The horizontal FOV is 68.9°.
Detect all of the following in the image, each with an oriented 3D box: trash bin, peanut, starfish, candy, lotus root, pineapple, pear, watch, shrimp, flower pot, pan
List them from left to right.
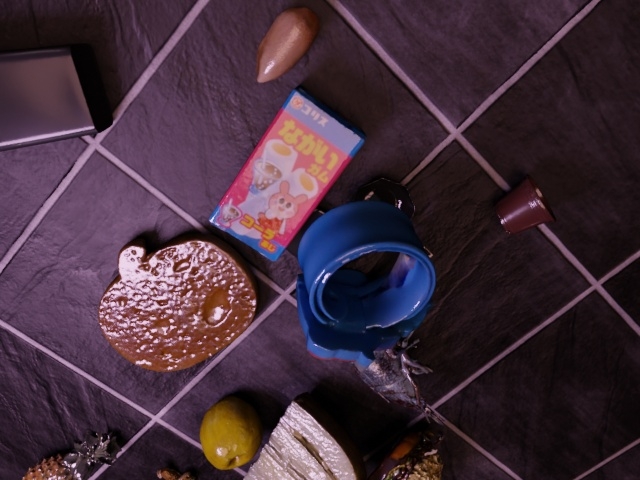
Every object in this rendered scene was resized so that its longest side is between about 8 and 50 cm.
[{"bbox_3d":[-0.511,-0.253,0.822,0.226,0.115,0.165,-7,114,0],"label":"trash bin"},{"bbox_3d":[-0.627,0.570,1.191,0.251,0.125,0.125,-30,111,6],"label":"pineapple"},{"bbox_3d":[-0.400,0.676,1.253,0.146,0.074,0.190,-23,112,7],"label":"starfish"},{"bbox_3d":[-0.213,0.460,1.121,0.149,0.162,0.149,-9,128,-12],"label":"pear"},{"bbox_3d":[-0.063,-0.338,0.812,0.076,0.076,0.152,40,111,-17],"label":"peanut"},{"bbox_3d":[-0.065,-0.125,0.895,0.157,0.100,0.306,33,110,-13],"label":"candy"},{"bbox_3d":[-0.001,0.535,1.107,0.260,0.149,0.267,35,106,19],"label":"lotus root"},{"bbox_3d":[0.113,0.077,0.889,0.305,0.241,0.274,3,127,-19],"label":"watch"},{"bbox_3d":[0.138,-0.035,0.963,0.128,0.048,0.202,-22,111,10],"label":"pan"},{"bbox_3d":[0.171,0.272,1.046,0.372,0.137,0.172,37,125,-14],"label":"shrimp"},{"bbox_3d":[0.402,-0.064,0.936,0.089,0.111,0.111,-32,111,29],"label":"flower pot"}]

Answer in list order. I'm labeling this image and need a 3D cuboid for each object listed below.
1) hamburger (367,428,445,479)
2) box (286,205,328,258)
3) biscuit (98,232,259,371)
[{"bbox_3d":[0.210,0.582,1.145,0.139,0.243,0.261,38,115,23],"label":"hamburger"},{"bbox_3d":[0.000,0.000,0.991,0.126,0.027,0.125,34,112,-16],"label":"box"},{"bbox_3d":[-0.321,0.129,1.022,0.367,0.063,0.314,-33,108,13],"label":"biscuit"}]
